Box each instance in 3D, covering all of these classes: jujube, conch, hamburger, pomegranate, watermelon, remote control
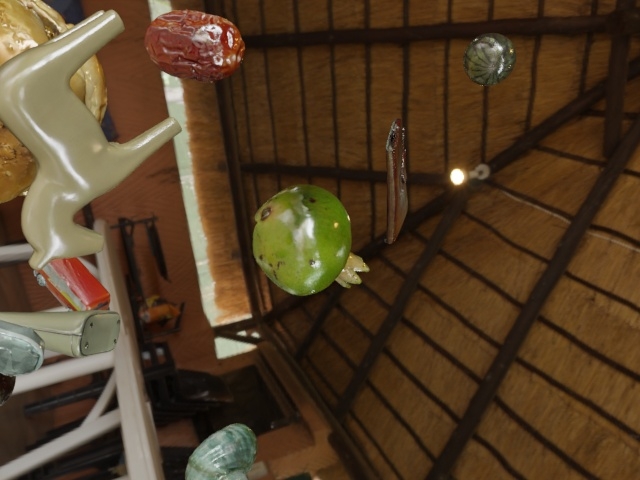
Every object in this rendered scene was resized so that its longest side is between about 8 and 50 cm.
[{"bbox_3d":[-0.320,-0.494,1.371,0.174,0.250,0.174,17,90,-82],"label":"jujube"},{"bbox_3d":[-0.271,0.645,1.511,0.220,0.195,0.277,37,19,-35],"label":"conch"},{"bbox_3d":[-0.464,-0.206,0.748,0.284,0.304,0.174,-55,-177,28],"label":"hamburger"},{"bbox_3d":[0.000,0.000,1.453,0.216,0.358,0.310,-38,-148,38],"label":"pomegranate"},{"bbox_3d":[0.350,-0.384,1.126,0.133,0.105,0.105,-91,-175,-48],"label":"watermelon"},{"bbox_3d":[-0.603,0.166,0.927,0.104,0.247,0.052,-54,-156,27],"label":"remote control"}]

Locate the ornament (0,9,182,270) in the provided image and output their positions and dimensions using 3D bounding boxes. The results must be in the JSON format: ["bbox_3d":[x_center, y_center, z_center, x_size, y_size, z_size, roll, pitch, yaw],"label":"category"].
[{"bbox_3d":[-0.282,-0.103,0.624,0.061,0.245,0.230,24,-30,43],"label":"ornament"}]

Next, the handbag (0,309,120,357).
[{"bbox_3d":[-0.652,0.190,1.261,0.241,0.315,0.109,64,38,-81],"label":"handbag"}]

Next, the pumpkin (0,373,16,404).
[{"bbox_3d":[-1.089,0.439,1.703,0.233,0.233,0.163,57,-46,43],"label":"pumpkin"}]

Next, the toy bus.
[{"bbox_3d":[-0.782,0.134,1.698,0.265,0.121,0.120,44,-50,10],"label":"toy bus"}]

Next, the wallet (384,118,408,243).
[{"bbox_3d":[0.161,-0.127,1.141,0.255,0.031,0.137,81,24,-44],"label":"wallet"}]
